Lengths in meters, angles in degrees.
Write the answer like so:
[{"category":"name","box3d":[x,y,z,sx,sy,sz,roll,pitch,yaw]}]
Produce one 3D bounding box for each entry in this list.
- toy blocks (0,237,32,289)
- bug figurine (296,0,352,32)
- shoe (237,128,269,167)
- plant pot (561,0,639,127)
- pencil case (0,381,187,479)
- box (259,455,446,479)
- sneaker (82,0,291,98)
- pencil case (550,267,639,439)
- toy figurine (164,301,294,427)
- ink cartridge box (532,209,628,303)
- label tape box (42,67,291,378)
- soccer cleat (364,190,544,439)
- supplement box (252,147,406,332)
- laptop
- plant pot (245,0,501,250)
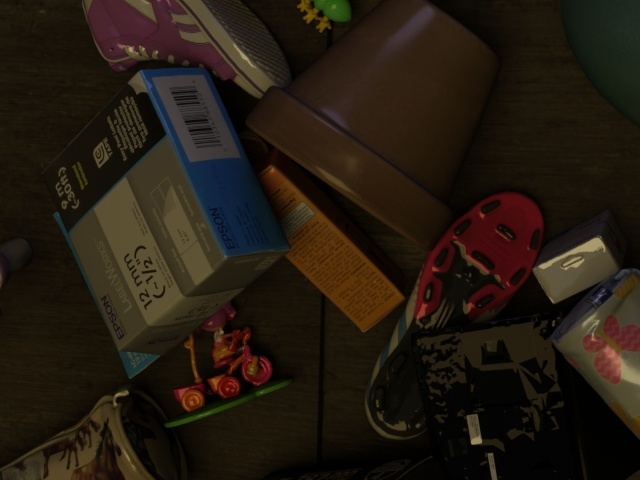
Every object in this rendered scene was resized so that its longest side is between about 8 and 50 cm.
[{"category":"toy blocks","box3d":[-0.576,0.086,2.028,0.289,0.260,0.309,33,110,4]},{"category":"bug figurine","box3d":[-0.009,-0.371,1.838,0.216,0.072,0.279,40,111,-4]},{"category":"shoe","box3d":[-0.104,-0.038,1.977,0.077,0.058,0.219,13,113,-9]},{"category":"plant pot","box3d":[0.371,-0.245,1.692,0.195,0.290,0.290,19,114,49]},{"category":"pencil case","box3d":[-0.358,0.339,2.088,0.410,0.160,0.183,-31,109,21]},{"category":"box","box3d":[0.081,0.463,1.927,0.318,0.097,0.394,-17,98,49]},{"category":"sneaker","box3d":[-0.168,-0.236,1.921,0.282,0.102,0.161,45,115,12]},{"category":"pencil case","box3d":[0.377,0.160,1.734,0.124,0.113,0.273,-41,90,-15]},{"category":"toy figurine","box3d":[-0.139,0.132,2.009,0.173,0.130,0.159,-19,89,-2]},{"category":"ink cartridge box","box3d":[0.300,0.018,1.836,0.089,0.122,0.052,-28,95,21]},{"category":"label tape box","box3d":[-0.218,-0.008,1.898,0.348,0.115,0.249,-38,70,38]},{"category":"soccer cleat","box3d":[0.150,0.085,1.911,0.116,0.143,0.331,32,87,0]},{"category":"supplement box","box3d":[0.000,0.000,1.913,0.233,0.078,0.080,43,107,-13]},{"category":"laptop","box3d":[0.258,0.182,1.867,0.264,0.136,0.234,-10,101,10]},{"category":"plant pot","box3d":[0.085,-0.149,1.808,0.263,0.263,0.229,36,92,4]}]
